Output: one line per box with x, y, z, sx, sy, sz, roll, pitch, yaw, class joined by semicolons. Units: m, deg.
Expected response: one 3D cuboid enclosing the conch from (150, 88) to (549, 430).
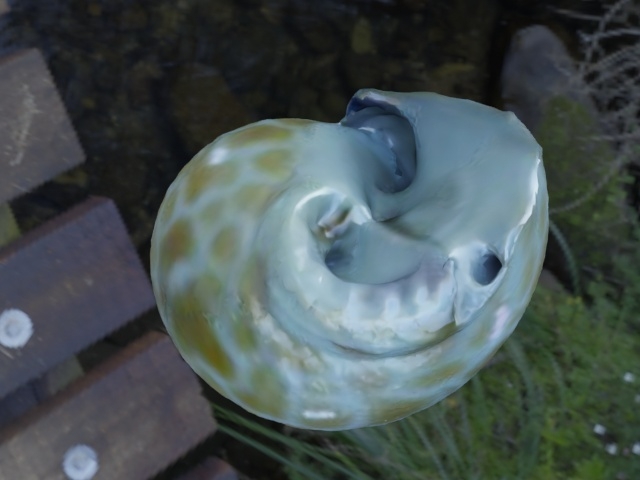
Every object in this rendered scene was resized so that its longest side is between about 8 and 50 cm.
0.006;0.010;0.452;0.106;0.173;0.116;45;50;-41;conch
